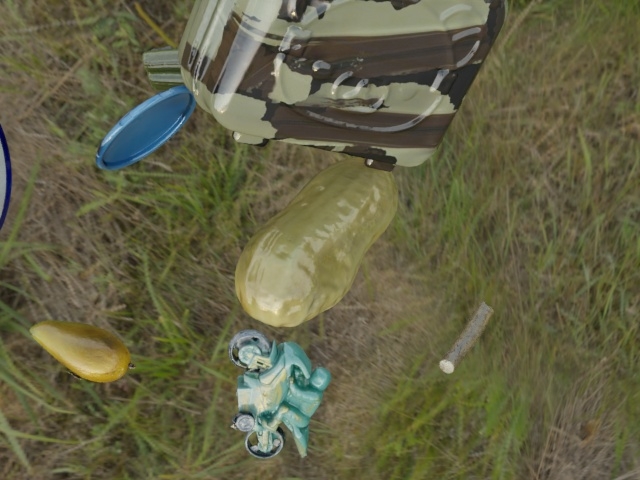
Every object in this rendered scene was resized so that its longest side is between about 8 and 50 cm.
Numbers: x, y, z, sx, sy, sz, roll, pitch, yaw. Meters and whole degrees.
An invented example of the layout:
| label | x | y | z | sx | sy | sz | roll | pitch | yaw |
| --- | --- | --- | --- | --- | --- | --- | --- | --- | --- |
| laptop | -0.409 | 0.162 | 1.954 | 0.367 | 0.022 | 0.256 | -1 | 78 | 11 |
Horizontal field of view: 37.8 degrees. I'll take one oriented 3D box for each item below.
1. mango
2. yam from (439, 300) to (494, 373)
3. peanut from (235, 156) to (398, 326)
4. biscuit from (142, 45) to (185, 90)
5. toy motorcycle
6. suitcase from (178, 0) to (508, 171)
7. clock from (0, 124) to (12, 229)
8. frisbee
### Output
| label | x | y | z | sx | sy | sz | roll | pitch | yaw |
| --- | --- | --- | --- | --- | --- | --- | --- | --- | --- |
| mango | -0.392 | 0.177 | 1.550 | 0.187 | 0.101 | 0.066 | 24 | 116 | 9 |
| yam | 0.227 | 0.148 | 1.440 | 0.032 | 0.032 | 0.145 | 29 | 50 | 18 |
| peanut | 0.000 | 0.000 | 1.225 | 0.147 | 0.147 | 0.319 | 24 | 47 | 18 |
| biscuit | -0.234 | -0.348 | 1.900 | 0.322 | 0.099 | 0.038 | 5 | 34 | 29 |
| toy motorcycle | -0.078 | 0.301 | 1.844 | 0.198 | 0.109 | 0.296 | -2 | 115 | -2 |
| suitcase | 0.038 | -0.272 | 1.088 | 0.339 | 0.352 | 0.194 | -64 | 38 | 27 |
| clock | -0.434 | -0.071 | 0.961 | 0.230 | 0.083 | 0.230 | 4 | 101 | 22 |
| frisbee | -0.345 | -0.227 | 1.828 | 0.242 | 0.242 | 0.045 | -40 | 82 | 1 |
